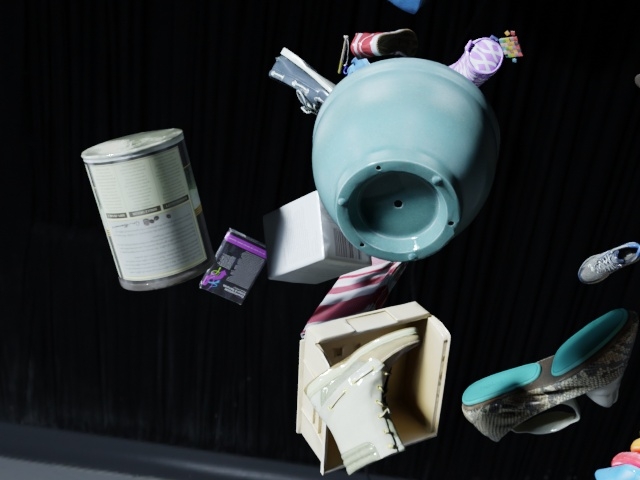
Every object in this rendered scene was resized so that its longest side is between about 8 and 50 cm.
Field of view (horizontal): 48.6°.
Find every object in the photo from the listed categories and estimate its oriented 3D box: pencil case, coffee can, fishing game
[{"bbox_3d":[0.337,-0.385,1.588,0.088,0.086,0.206,23,-7,-3],"label":"pencil case"},{"bbox_3d":[-0.339,-0.065,1.420,0.201,0.276,0.201,-10,20,4],"label":"coffee can"},{"bbox_3d":[0.125,-0.364,1.744,0.041,0.189,0.264,-26,65,-18],"label":"fishing game"}]

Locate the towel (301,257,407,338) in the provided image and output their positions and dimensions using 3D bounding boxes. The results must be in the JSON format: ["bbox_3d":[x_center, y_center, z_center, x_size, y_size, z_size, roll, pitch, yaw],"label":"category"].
[{"bbox_3d":[0.099,0.124,1.861,0.237,0.037,0.329,-20,21,39],"label":"towel"}]

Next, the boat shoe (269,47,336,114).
[{"bbox_3d":[-0.016,-0.307,1.464,0.254,0.079,0.095,43,14,26],"label":"boat shoe"}]

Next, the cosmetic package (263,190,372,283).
[{"bbox_3d":[-0.009,-0.001,1.546,0.151,0.152,0.183,10,-22,-44],"label":"cosmetic package"}]

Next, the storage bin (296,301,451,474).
[{"bbox_3d":[0.099,0.274,1.363,0.262,0.261,0.123,-10,28,-25],"label":"storage bin"}]

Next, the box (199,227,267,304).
[{"bbox_3d":[-0.205,0.064,1.714,0.116,0.162,0.029,26,10,-22],"label":"box"}]

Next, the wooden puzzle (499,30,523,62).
[{"bbox_3d":[0.449,-0.456,1.669,0.006,0.083,0.049,-45,30,-24],"label":"wooden puzzle"}]

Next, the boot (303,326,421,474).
[{"bbox_3d":[0.095,0.247,1.099,0.165,0.213,0.077,60,14,24],"label":"boot"}]

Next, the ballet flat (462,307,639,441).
[{"bbox_3d":[0.542,0.325,1.593,0.182,0.482,0.164,48,34,-4],"label":"ballet flat"}]

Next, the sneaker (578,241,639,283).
[{"bbox_3d":[0.573,0.040,1.400,0.052,0.135,0.058,61,8,14],"label":"sneaker"}]

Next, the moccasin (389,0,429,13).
[{"bbox_3d":[0.156,-0.492,1.015,0.137,0.342,0.117,40,65,12],"label":"moccasin"}]

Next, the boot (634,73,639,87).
[{"bbox_3d":[0.705,-0.338,1.413,0.114,0.037,0.106,-29,20,-22],"label":"boot"}]

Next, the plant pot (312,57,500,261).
[{"bbox_3d":[0.118,-0.093,1.044,0.292,0.293,0.196,10,38,4],"label":"plant pot"}]

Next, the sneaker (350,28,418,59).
[{"bbox_3d":[0.096,-0.301,1.091,0.067,0.042,0.118,8,17,40],"label":"sneaker"}]

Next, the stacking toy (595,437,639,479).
[{"bbox_3d":[0.623,0.333,1.204,0.165,0.175,0.302,34,72,13],"label":"stacking toy"}]
